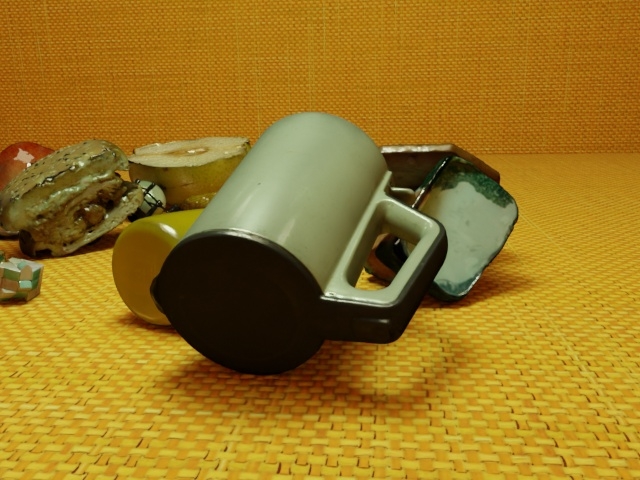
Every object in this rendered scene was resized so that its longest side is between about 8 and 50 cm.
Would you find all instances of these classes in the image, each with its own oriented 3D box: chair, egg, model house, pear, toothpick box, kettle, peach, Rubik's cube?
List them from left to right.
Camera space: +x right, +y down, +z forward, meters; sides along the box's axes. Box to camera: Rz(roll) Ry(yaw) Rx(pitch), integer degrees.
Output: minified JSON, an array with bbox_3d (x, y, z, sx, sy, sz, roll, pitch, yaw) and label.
[{"bbox_3d":[-0.550,0.072,1.057,0.084,0.075,0.073,-2,14,0],"label":"Rubik's cube"},{"bbox_3d":[-0.869,-0.190,1.798,0.232,0.232,0.257,-1,31,3],"label":"peach"},{"bbox_3d":[-0.500,-0.047,1.525,0.106,0.113,0.229,15,60,48],"label":"chair"},{"bbox_3d":[-0.505,-0.114,1.685,0.152,0.114,0.114,11,19,42],"label":"egg"},{"bbox_3d":[-0.402,-0.201,1.858,0.386,0.191,0.340,-4,23,5],"label":"pear"},{"bbox_3d":[-0.202,0.028,1.016,0.175,0.175,0.271,7,14,28],"label":"toothpick box"},{"bbox_3d":[0.000,0.000,0.852,0.361,0.250,0.377,9,33,13],"label":"kettle"},{"bbox_3d":[0.191,-0.002,1.135,0.253,0.184,0.291,-55,12,-23],"label":"model house"}]

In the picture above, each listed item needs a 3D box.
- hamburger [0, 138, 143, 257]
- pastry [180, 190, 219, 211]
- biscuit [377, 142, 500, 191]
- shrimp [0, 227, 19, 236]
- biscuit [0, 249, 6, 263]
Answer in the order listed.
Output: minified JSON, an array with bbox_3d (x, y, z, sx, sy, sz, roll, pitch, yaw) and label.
[{"bbox_3d":[-0.606,-0.103,1.409,0.318,0.195,0.277,-38,34,-24],"label":"hamburger"},{"bbox_3d":[-0.265,-0.066,1.507,0.188,0.103,0.189,-2,15,1],"label":"pastry"},{"bbox_3d":[0.201,-0.085,1.248,0.359,0.359,0.046,1,58,9],"label":"biscuit"},{"bbox_3d":[-0.837,-0.041,1.547,0.316,0.062,0.164,-6,18,-26],"label":"shrimp"},{"bbox_3d":[-0.757,0.071,1.115,0.287,0.057,0.344,-6,15,-19],"label":"biscuit"}]
